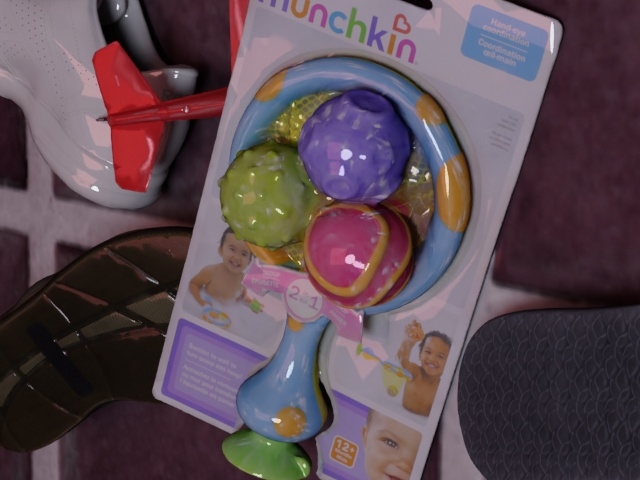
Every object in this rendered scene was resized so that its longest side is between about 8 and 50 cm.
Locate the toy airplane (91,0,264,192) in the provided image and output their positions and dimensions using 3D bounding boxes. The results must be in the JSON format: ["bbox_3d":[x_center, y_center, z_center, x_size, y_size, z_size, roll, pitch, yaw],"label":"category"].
[{"bbox_3d":[-0.041,-0.064,0.803,0.151,0.028,0.151,5,104,21],"label":"toy airplane"}]

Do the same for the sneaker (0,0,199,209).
[{"bbox_3d":[-0.136,-0.113,0.899,0.212,0.080,0.094,41,118,22],"label":"sneaker"}]

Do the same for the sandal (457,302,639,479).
[{"bbox_3d":[0.148,0.057,0.644,0.254,0.054,0.097,6,94,56],"label":"sandal"}]

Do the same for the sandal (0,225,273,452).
[{"bbox_3d":[-0.099,0.045,0.886,0.219,0.060,0.090,-29,102,39],"label":"sandal"}]

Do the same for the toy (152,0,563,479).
[{"bbox_3d":[0.000,0.000,0.755,0.137,0.056,0.237,24,118,19],"label":"toy"}]
